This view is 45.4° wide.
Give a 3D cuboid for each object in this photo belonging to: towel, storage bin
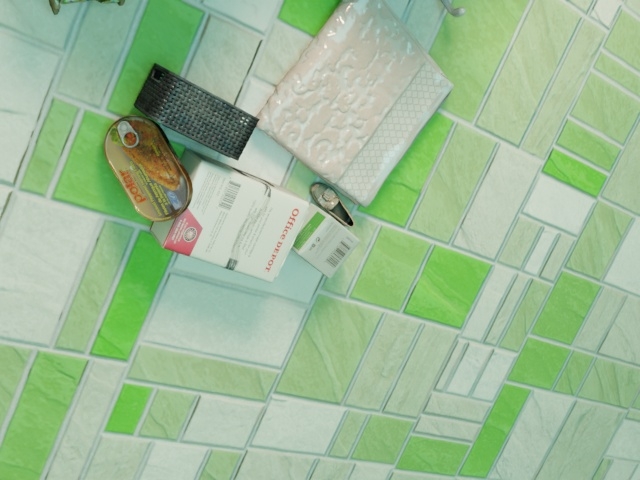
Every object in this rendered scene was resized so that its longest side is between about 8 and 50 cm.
[{"bbox_3d":[0.077,-0.269,1.482,0.317,0.053,0.332,37,90,-35],"label":"towel"},{"bbox_3d":[-0.211,-0.218,1.300,0.180,0.122,0.084,23,98,-34],"label":"storage bin"}]

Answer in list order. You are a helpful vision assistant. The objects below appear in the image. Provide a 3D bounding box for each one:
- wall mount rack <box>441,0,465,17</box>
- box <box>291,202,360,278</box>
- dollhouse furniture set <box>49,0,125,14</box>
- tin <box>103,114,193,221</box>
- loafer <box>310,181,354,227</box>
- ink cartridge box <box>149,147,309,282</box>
[{"bbox_3d":[0.349,-0.534,1.369,0.350,0.304,0.130,-37,97,-10],"label":"wall mount rack"},{"bbox_3d":[0.000,0.000,1.532,0.102,0.087,0.101,40,89,-34],"label":"box"},{"bbox_3d":[-0.310,-0.397,1.145,0.182,0.161,0.101,-15,117,-22],"label":"dollhouse furniture set"},{"bbox_3d":[-0.291,-0.121,1.294,0.106,0.040,0.189,-29,92,5],"label":"tin"},{"bbox_3d":[0.029,-0.071,1.546,0.045,0.039,0.125,-47,125,-3],"label":"loafer"},{"bbox_3d":[-0.166,-0.043,1.413,0.237,0.100,0.172,20,100,-33],"label":"ink cartridge box"}]
